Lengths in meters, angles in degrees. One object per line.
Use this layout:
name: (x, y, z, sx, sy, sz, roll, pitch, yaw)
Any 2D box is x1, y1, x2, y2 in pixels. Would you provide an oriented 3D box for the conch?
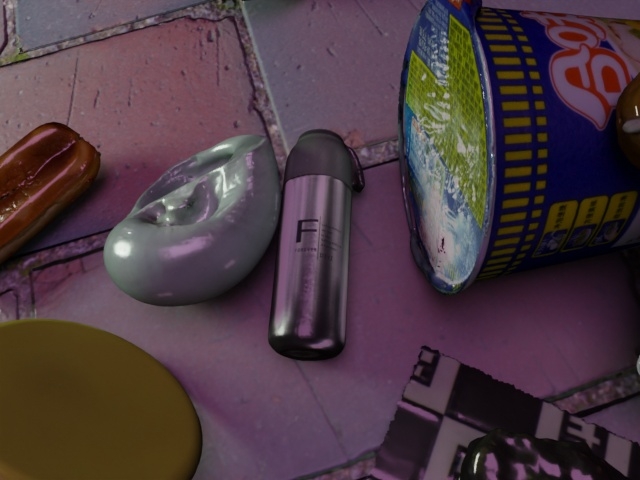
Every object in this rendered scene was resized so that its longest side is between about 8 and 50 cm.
conch: (-0.131, -0.024, 0.612, 0.185, 0.121, 0.221, 35, 69, 29)

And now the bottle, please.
bottle: (0.000, 0.000, 0.613, 0.096, 0.079, 0.254, 9, 65, -13)

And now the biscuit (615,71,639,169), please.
biscuit: (0.408, 0.027, 0.439, 0.283, 0.064, 0.432, -26, 100, -11)

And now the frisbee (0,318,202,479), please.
frisbee: (-0.208, 0.142, 0.494, 0.236, 0.236, 0.017, 38, 106, 20)

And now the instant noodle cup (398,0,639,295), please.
instant noodle cup: (0.256, -0.098, 0.542, 0.312, 0.284, 0.284, -5, 65, -5)

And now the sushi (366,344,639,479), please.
sushi: (0.154, 0.275, 0.423, 0.296, 0.100, 0.373, 23, 59, 15)

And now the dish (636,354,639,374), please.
dish: (0.376, 0.065, 0.518, 0.236, 0.086, 0.228, 12, 91, -13)

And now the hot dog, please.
hot dog: (-0.376, -0.039, 0.673, 0.104, 0.076, 0.250, 43, 79, 1)
